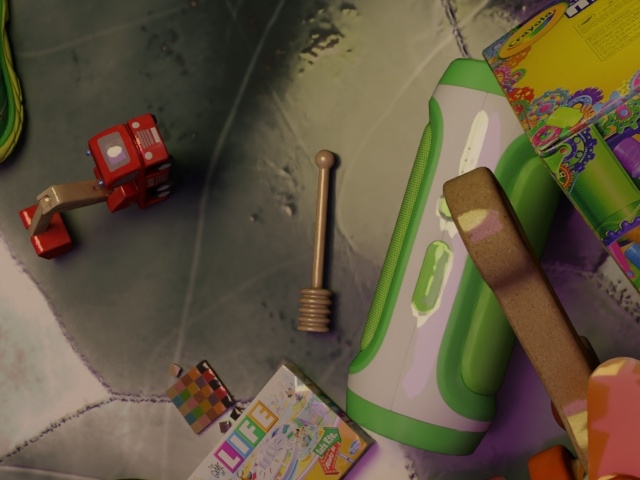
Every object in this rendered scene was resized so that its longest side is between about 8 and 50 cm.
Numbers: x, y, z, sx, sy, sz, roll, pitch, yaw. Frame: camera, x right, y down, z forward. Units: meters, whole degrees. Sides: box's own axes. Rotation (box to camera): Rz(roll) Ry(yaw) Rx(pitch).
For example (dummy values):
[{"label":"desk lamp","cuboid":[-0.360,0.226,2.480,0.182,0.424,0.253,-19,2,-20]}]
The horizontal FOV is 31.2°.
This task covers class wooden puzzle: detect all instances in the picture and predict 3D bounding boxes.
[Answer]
[{"label":"wooden puzzle","cuboid":[-0.109,0.143,1.047,0.049,0.006,0.083,-40,77,13]}]

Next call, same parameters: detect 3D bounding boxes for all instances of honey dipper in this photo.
[{"label":"honey dipper","cuboid":[0.000,0.000,1.004,0.031,0.030,0.160,4,87,18]}]

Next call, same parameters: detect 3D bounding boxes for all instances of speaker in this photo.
[{"label":"speaker","cuboid":[0.113,0.013,0.912,0.131,0.131,0.296,18,94,18]}]

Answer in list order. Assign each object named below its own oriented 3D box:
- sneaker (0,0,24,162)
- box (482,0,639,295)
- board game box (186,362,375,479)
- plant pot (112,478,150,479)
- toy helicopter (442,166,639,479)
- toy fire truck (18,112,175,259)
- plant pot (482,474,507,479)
[{"label":"sneaker","cuboid":[-0.360,-0.213,1.079,0.109,0.123,0.295,-20,82,17]},{"label":"box","cuboid":[0.314,-0.078,0.759,0.290,0.177,0.279,-34,117,14]},{"label":"board game box","cuboid":[-0.040,0.199,1.011,0.103,0.026,0.154,42,101,15]},{"label":"plant pot","cuboid":[-0.187,0.337,1.013,0.237,0.110,0.237,-1,87,18]},{"label":"toy helicopter","cuboid":[0.176,0.112,0.787,0.140,0.235,0.355,-26,107,16]},{"label":"toy fire truck","cuboid":[-0.201,-0.044,1.015,0.135,0.192,0.047,-23,81,-13]},{"label":"plant pot","cuboid":[0.098,0.282,0.888,0.180,0.201,0.201,-31,79,-1]}]
